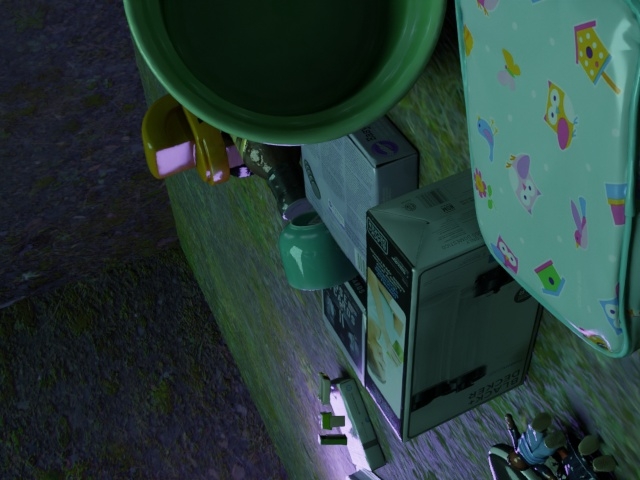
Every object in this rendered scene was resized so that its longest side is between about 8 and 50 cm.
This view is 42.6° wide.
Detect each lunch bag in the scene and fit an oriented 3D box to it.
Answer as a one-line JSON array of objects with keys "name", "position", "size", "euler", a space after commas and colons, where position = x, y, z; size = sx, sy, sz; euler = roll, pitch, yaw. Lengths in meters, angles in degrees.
[{"name": "lunch bag", "position": [0.187, -0.081, 0.580], "size": [0.224, 0.108, 0.279], "euler": [-127, 23, -55]}]

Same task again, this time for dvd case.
[{"name": "dvd case", "position": [0.050, 0.130, 1.484], "size": [0.239, 0.029, 0.179], "euler": [86, 157, -48]}]

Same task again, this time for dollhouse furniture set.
[{"name": "dollhouse furniture set", "position": [0.027, 0.350, 1.715], "size": [0.076, 0.058, 0.152], "euler": [-175, 85, -81]}]

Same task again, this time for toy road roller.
[{"name": "toy road roller", "position": [-0.258, -0.265, 1.646], "size": [0.202, 0.240, 0.329], "euler": [107, 140, -66]}]

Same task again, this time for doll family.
[{"name": "doll family", "position": [0.259, 0.258, 0.847], "size": [0.111, 0.076, 0.193], "euler": [90, 161, -62]}]

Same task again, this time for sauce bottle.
[{"name": "sauce bottle", "position": [-0.103, -0.194, 1.449], "size": [0.111, 0.111, 0.344], "euler": [98, 148, -61]}]

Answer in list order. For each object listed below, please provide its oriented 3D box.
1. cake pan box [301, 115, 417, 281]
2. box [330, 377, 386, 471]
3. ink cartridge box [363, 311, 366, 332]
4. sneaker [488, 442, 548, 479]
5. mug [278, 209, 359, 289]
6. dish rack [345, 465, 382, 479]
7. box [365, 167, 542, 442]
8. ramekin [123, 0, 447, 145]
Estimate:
[{"name": "cake pan box", "position": [0.048, -0.086, 1.143], "size": [0.246, 0.070, 0.267], "euler": [82, 161, -44]}, {"name": "box", "position": [0.069, 0.381, 1.723], "size": [0.145, 0.038, 0.186], "euler": [145, 104, -74]}, {"name": "ink cartridge box", "position": [0.125, 0.161, 1.139], "size": [0.090, 0.092, 0.143], "euler": [49, 156, 51]}, {"name": "sneaker", "position": [0.242, 0.363, 0.977], "size": [0.084, 0.097, 0.235], "euler": [130, 119, -72]}, {"name": "mug", "position": [-0.006, 0.004, 1.326], "size": [0.158, 0.129, 0.097], "euler": [-143, 37, -63]}, {"name": "dish rack", "position": [0.142, 0.673, 1.787], "size": [0.333, 0.072, 0.285], "euler": [70, 164, -6]}, {"name": "box", "position": [0.137, 0.068, 0.839], "size": [0.087, 0.169, 0.290], "euler": [54, 157, 38]}, {"name": "ramekin", "position": [-0.039, -0.244, 0.822], "size": [0.148, 0.303, 0.303], "euler": [-156, 47, -80]}]
